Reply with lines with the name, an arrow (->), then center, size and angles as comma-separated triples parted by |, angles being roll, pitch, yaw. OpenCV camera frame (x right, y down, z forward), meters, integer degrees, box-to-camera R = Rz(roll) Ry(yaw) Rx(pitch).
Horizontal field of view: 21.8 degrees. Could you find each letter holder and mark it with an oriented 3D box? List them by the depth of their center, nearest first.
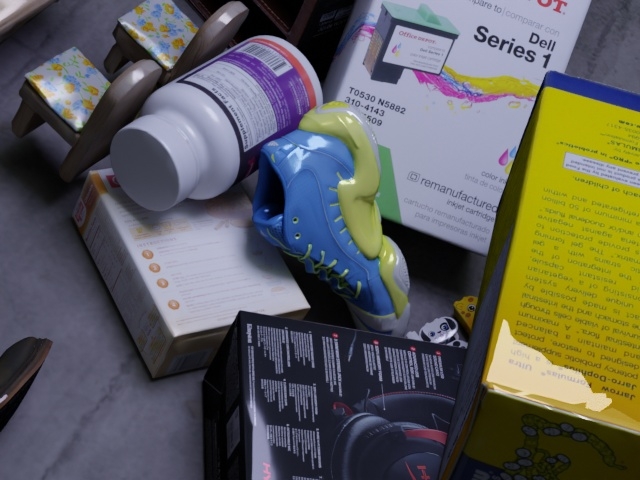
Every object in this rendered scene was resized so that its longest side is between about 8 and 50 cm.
letter holder -> 0.015, -0.316, 1.778 | 0.301, 0.152, 0.214 | -26, 65, -39

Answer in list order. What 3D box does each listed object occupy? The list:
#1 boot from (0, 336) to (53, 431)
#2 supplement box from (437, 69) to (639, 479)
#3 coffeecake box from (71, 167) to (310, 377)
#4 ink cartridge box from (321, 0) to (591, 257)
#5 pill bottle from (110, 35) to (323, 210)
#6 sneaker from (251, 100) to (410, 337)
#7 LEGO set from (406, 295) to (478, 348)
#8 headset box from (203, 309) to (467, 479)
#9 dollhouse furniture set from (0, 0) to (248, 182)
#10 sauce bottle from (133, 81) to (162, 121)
boot -> -0.304, 0.127, 1.293 | 0.106, 0.082, 0.219 | 36, 48, 2
supplement box -> 0.228, 0.066, 1.345 | 0.195, 0.194, 0.357 | 16, 48, 2
coffeecake box -> -0.118, 0.018, 1.484 | 0.142, 0.068, 0.185 | -11, 58, -34
ink cartridge box -> 0.114, -0.149, 1.598 | 0.201, 0.278, 0.117 | 20, 2, -9
pill bottle -> -0.094, -0.102, 1.476 | 0.108, 0.108, 0.193 | 42, 45, 12
sneaker -> 0.000, 0.000, 1.488 | 0.126, 0.240, 0.091 | -21, 19, -23
LEGO set -> 0.175, 0.069, 1.562 | 0.227, 0.087, 0.093 | -26, 54, -12
headset box -> 0.057, 0.195, 1.390 | 0.293, 0.110, 0.218 | 10, 49, -18
dollhouse furniture set -> -0.292, -0.243, 1.409 | 0.362, 0.256, 0.394 | 44, 47, 3
sauce bottle -> -0.176, -0.147, 1.615 | 0.042, 0.042, 0.128 | 35, 46, 5
